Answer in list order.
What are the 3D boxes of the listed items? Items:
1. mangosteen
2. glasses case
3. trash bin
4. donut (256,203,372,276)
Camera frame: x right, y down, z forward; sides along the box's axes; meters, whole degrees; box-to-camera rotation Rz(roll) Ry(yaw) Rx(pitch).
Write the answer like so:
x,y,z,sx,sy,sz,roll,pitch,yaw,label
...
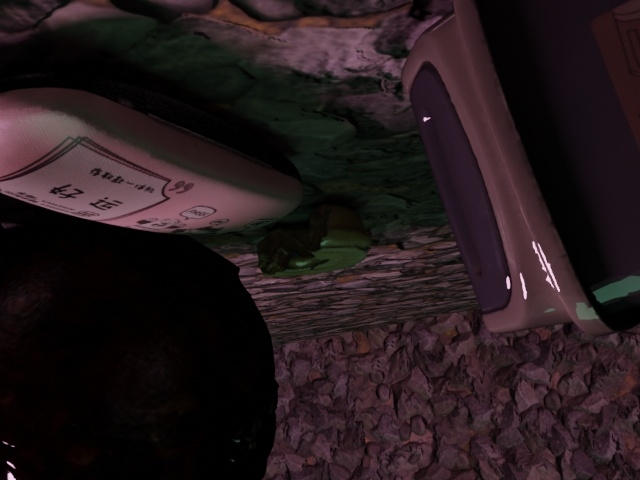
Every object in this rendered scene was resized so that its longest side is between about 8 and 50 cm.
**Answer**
x,y,z,sx,sy,sz,roll,pitch,yaw,label
-0.241,0.131,0.715,0.381,0.421,0.381,-47,170,-12,mangosteen
-0.125,-0.054,0.532,0.122,0.075,0.314,-18,164,25,glasses case
0.194,-0.073,0.373,0.290,0.209,0.182,-23,168,32,trash bin
0.002,0.001,0.873,0.108,0.065,0.166,0,164,-34,donut
